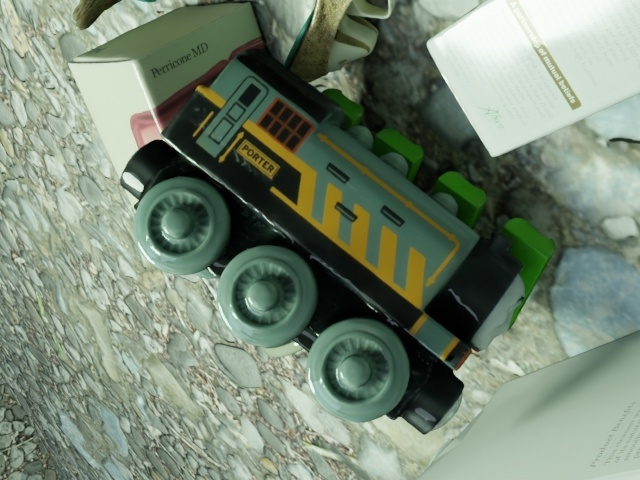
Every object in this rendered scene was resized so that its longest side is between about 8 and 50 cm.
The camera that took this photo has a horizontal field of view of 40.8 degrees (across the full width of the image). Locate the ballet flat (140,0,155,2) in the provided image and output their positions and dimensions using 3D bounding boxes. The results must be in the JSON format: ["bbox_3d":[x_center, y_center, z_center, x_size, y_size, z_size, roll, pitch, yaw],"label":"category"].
[{"bbox_3d":[-0.238,-0.329,0.891,0.231,0.077,0.077,35,123,21],"label":"ballet flat"}]

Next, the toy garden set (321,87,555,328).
[{"bbox_3d":[0.087,-0.005,0.799,0.244,0.049,0.204,39,144,20],"label":"toy garden set"}]

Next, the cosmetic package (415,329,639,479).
[{"bbox_3d":[0.229,0.182,0.640,0.156,0.217,0.385,51,150,4],"label":"cosmetic package"}]

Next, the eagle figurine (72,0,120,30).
[{"bbox_3d":[-0.241,-0.316,0.719,0.298,0.225,0.226,51,-175,2],"label":"eagle figurine"}]

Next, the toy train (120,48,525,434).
[{"bbox_3d":[0.000,0.000,0.690,0.334,0.190,0.142,38,-179,9],"label":"toy train"}]

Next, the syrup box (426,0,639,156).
[{"bbox_3d":[0.181,-0.140,0.500,0.096,0.093,0.237,58,148,-7],"label":"syrup box"}]

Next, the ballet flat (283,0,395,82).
[{"bbox_3d":[0.021,-0.184,0.694,0.067,0.073,0.206,26,150,-1],"label":"ballet flat"}]

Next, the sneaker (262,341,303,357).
[{"bbox_3d":[-0.009,0.031,0.841,0.222,0.083,0.118,-35,87,47],"label":"sneaker"}]

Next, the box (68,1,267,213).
[{"bbox_3d":[-0.121,-0.104,0.872,0.127,0.148,0.232,12,131,46],"label":"box"}]
